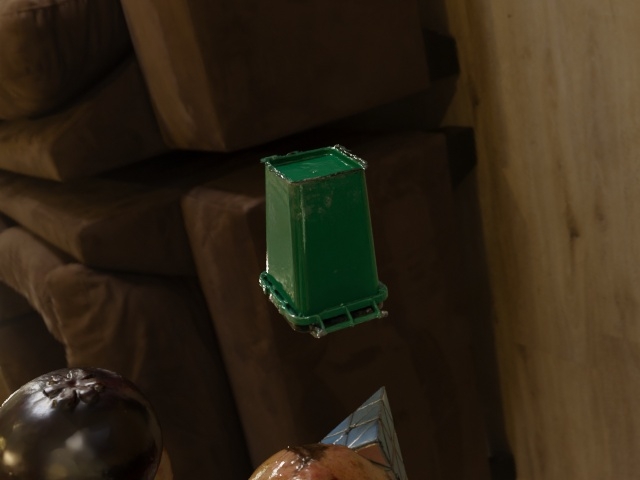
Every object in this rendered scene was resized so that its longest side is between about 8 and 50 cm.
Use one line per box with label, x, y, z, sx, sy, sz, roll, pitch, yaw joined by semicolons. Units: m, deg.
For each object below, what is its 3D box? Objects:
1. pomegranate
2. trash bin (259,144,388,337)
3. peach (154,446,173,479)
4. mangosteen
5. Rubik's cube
pomegranate;0.007;0.514;1.184;0.322;0.322;0.322;38;140;40
trash bin;0.000;0.000;1.540;0.295;0.259;0.380;-138;37;-56
peach;-0.491;0.630;1.751;0.232;0.233;0.256;53;155;21
mangosteen;-0.438;0.403;1.217;0.307;0.307;0.346;28;120;48
Rubik's cube;0.108;0.493;1.558;0.233;0.228;0.228;31;106;49
